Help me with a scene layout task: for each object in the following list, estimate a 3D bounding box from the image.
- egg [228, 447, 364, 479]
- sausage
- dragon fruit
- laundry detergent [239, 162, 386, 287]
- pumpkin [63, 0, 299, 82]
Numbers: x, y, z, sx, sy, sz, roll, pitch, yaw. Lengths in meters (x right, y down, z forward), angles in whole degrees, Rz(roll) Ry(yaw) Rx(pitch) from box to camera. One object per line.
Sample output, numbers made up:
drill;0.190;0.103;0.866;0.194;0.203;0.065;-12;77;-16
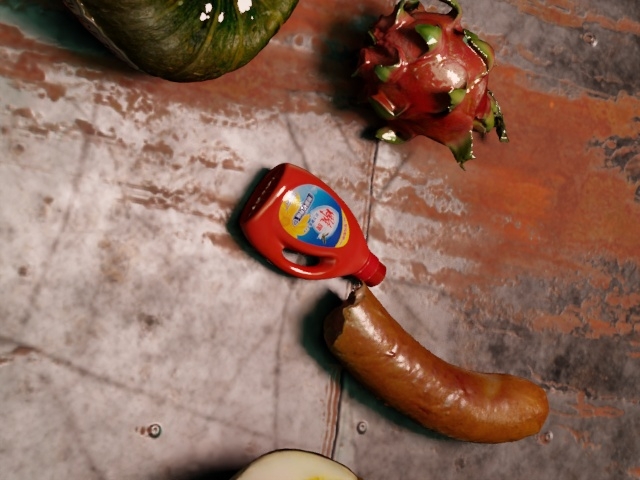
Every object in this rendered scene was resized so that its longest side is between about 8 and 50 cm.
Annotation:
egg;-0.046;0.343;1.015;0.264;0.174;0.286;36;49;-25
sausage;0.121;0.147;1.155;0.302;0.076;0.103;31;79;-26
dragon fruit;0.128;-0.153;1.139;0.236;0.135;0.137;45;62;-40
laundry detergent;0.000;0.000;1.104;0.165;0.049;0.097;38;79;-25
pumpkin;-0.124;-0.280;0.967;0.260;0.189;0.260;-19;128;-26
